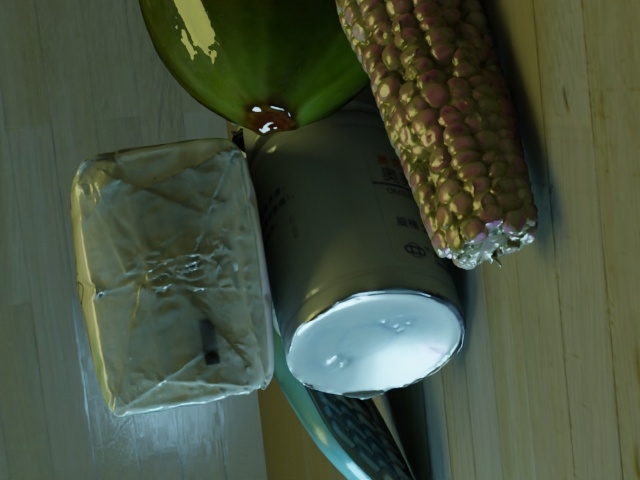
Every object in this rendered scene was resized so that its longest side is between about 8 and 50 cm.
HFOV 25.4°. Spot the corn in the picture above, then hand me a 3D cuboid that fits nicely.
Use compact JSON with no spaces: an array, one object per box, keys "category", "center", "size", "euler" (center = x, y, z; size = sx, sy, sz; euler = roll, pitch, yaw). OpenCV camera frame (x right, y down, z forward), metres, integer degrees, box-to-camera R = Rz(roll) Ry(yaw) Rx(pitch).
[{"category":"corn","center":[0.105,-0.128,1.215],"size":[0.126,0.127,0.335],"euler":[96,159,-56]}]

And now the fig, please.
[{"category":"fig","center":[-0.045,-0.243,1.427],"size":[0.316,0.316,0.316],"euler":[173,90,-81]}]

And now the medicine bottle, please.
[{"category":"medicine bottle","center":[0.027,-0.017,1.534],"size":[0.190,0.190,0.332],"euler":[94,167,-50]}]

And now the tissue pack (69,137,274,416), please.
[{"category":"tissue pack","center":[-0.161,0.029,1.540],"size":[0.356,0.194,0.266],"euler":[-166,68,-84]}]

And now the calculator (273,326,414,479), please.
[{"category":"calculator","center":[0.029,0.224,1.783],"size":[0.256,0.054,0.386],"euler":[47,-176,-28]}]

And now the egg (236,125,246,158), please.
[{"category":"egg","center":[-0.050,-0.140,2.061],"size":[0.209,0.151,0.151],"euler":[107,154,-63]}]

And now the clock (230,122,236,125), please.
[{"category":"clock","center":[-0.072,-0.312,1.750],"size":[0.235,0.166,0.309],"euler":[-113,16,-78]}]

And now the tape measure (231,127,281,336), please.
[{"category":"tape measure","center":[0.000,0.000,1.789],"size":[0.231,0.133,0.271],"euler":[30,-142,-63]}]
